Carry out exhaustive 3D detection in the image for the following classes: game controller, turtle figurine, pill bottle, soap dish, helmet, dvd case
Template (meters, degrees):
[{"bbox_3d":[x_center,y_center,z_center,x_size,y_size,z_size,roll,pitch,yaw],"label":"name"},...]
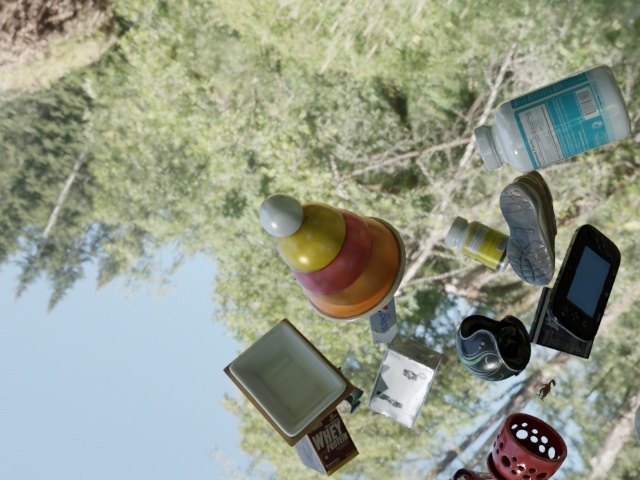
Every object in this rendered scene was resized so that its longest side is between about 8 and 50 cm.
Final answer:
[{"bbox_3d":[0.720,0.113,1.912,0.167,0.319,0.067,32,156,-6],"label":"game controller"},{"bbox_3d":[0.032,0.465,2.322,0.234,0.118,0.175,33,161,22],"label":"turtle figurine"},{"bbox_3d":[0.512,0.007,2.246,0.209,0.119,0.119,27,-169,17],"label":"pill bottle"},{"bbox_3d":[-0.084,0.383,1.905,0.291,0.229,0.118,42,162,26],"label":"soap dish"},{"bbox_3d":[0.430,-0.219,1.328,0.146,0.264,0.146,53,-153,-41],"label":"pill bottle"},{"bbox_3d":[0.416,0.262,1.732,0.170,0.169,0.162,28,153,-26],"label":"helmet"},{"bbox_3d":[0.700,0.236,2.008,0.221,0.164,0.018,18,179,-22],"label":"dvd case"}]

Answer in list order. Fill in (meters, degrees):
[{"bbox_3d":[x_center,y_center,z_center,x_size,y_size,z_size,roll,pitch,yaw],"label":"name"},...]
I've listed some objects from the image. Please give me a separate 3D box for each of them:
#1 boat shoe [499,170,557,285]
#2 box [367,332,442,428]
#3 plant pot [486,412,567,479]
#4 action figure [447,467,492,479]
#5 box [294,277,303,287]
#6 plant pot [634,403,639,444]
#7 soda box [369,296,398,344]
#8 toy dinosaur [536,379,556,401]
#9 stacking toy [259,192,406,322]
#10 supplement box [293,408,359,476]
[{"bbox_3d":[0.517,-0.026,1.688,0.123,0.116,0.324,17,141,36],"label":"boat shoe"},{"bbox_3d":[0.271,0.459,2.295,0.169,0.289,0.087,23,-144,15],"label":"box"},{"bbox_3d":[0.584,0.620,2.024,0.191,0.174,0.191,15,-151,-8],"label":"plant pot"},{"bbox_3d":[0.496,0.788,2.200,0.370,0.248,0.275,57,-143,-43],"label":"action figure"},{"bbox_3d":[-0.004,0.106,2.762,0.091,0.171,0.130,44,-141,-42],"label":"box"},{"bbox_3d":[0.932,0.440,1.694,0.323,0.323,0.280,34,149,-3],"label":"plant pot"},{"bbox_3d":[0.214,0.239,2.473,0.091,0.098,0.286,-94,-6,-48],"label":"soda box"},{"bbox_3d":[0.762,0.499,2.355,0.047,0.082,0.090,44,174,0],"label":"toy dinosaur"},{"bbox_3d":[0.000,0.000,1.996,0.480,0.350,0.350,40,-175,-48],"label":"stacking toy"},{"bbox_3d":[-0.007,0.630,2.279,0.191,0.129,0.194,64,155,-6],"label":"supplement box"}]
